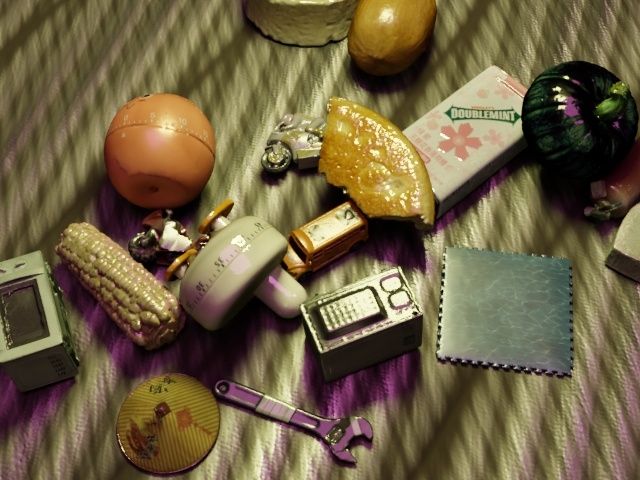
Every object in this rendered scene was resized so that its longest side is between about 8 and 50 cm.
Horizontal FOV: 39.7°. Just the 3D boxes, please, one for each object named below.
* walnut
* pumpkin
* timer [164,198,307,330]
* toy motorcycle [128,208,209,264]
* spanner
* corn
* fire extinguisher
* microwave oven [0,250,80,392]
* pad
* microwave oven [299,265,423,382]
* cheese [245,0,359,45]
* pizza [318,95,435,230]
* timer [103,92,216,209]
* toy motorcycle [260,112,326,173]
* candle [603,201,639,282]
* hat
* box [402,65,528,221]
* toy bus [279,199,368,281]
[{"bbox_3d":[0.173,-0.507,2.051,0.203,0.203,0.298,22,57,13],"label":"walnut"},{"bbox_3d":[0.543,-0.253,1.797,0.247,0.248,0.248,0,58,0],"label":"pumpkin"},{"bbox_3d":[-0.145,0.075,1.671,0.240,0.233,0.233,41,65,5],"label":"timer"},{"bbox_3d":[-0.281,-0.005,1.804,0.212,0.084,0.118,5,57,-6],"label":"toy motorcycle"},{"bbox_3d":[-0.057,0.325,1.633,0.315,0.024,0.087,18,66,11],"label":"spanner"},{"bbox_3d":[-0.393,0.078,1.732,0.126,0.127,0.335,-37,62,-21],"label":"corn"},{"bbox_3d":[0.648,-0.127,1.865,0.104,0.105,0.269,40,65,22],"label":"fire extinguisher"},{"bbox_3d":[-0.538,0.150,1.657,0.122,0.162,0.208,-17,60,-10],"label":"microwave oven"},{"bbox_3d":[0.367,0.133,1.758,0.269,0.012,0.269,5,58,3],"label":"pad"},{"bbox_3d":[0.075,0.153,1.659,0.204,0.163,0.129,-20,58,-8],"label":"microwave oven"},{"bbox_3d":[-0.032,-0.645,2.159,0.292,0.153,0.332,11,57,6],"label":"cheese"},{"bbox_3d":[0.107,-0.151,1.805,0.182,0.074,0.365,-44,68,5],"label":"pizza"},{"bbox_3d":[-0.330,-0.185,1.829,0.229,0.230,0.215,1,58,1],"label":"timer"},{"bbox_3d":[-0.033,-0.226,1.946,0.225,0.073,0.152,-16,57,-9],"label":"toy motorcycle"},{"bbox_3d":[0.661,0.014,1.799,0.168,0.068,0.192,-9,57,-10],"label":"candle"},{"bbox_3d":[-0.281,0.316,1.599,0.193,0.082,0.193,-1,60,3],"label":"hat"},{"bbox_3d":[0.306,-0.211,1.919,0.369,0.112,0.190,-37,65,-18],"label":"box"},{"bbox_3d":[0.000,0.000,1.795,0.194,0.088,0.083,-30,64,-18],"label":"toy bus"}]
